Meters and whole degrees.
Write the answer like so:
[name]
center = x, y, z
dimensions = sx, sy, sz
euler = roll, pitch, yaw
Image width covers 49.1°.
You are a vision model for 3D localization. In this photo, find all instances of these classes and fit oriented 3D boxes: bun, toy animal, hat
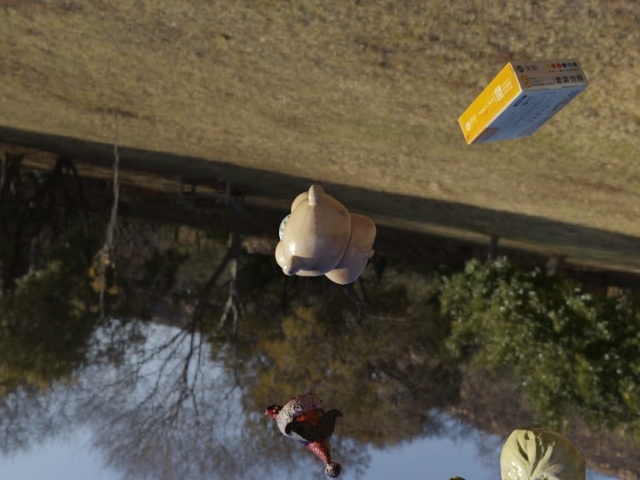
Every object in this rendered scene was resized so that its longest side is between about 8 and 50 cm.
[bun]
center = 0.480, 0.510, 1.518
dimensions = 0.178, 0.193, 0.128
euler = 10, 180, 11
[toy animal]
center = 0.017, 0.004, 1.643
dimensions = 0.221, 0.210, 0.229
euler = 19, 174, -9
[hat]
center = -0.021, 0.460, 1.635
dimensions = 0.140, 0.129, 0.227
euler = 7, -149, -35

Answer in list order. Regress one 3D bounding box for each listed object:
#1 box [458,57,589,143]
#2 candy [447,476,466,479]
[box]
center = 0.516, -0.356, 1.806
dimensions = 0.220, 0.091, 0.274
euler = -10, 163, -20
[candy]
center = 0.302, 0.491, 1.246
dimensions = 0.194, 0.062, 0.058
euler = 28, 147, 24
